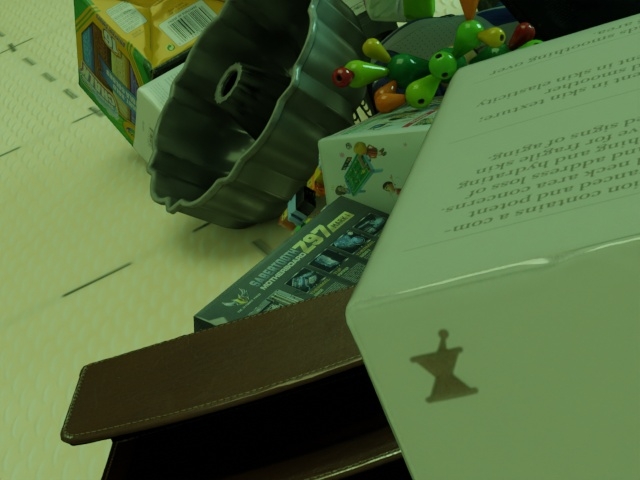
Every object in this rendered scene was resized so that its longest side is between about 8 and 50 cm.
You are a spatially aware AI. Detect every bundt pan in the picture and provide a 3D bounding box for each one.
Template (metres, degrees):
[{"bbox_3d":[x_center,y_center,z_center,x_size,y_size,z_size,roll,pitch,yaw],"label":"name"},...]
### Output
[{"bbox_3d":[-0.061,-0.156,2.140,0.331,0.124,0.331,-40,34,35],"label":"bundt pan"}]

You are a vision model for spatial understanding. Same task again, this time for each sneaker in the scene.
[{"bbox_3d":[0.212,-0.216,2.169,0.315,0.127,0.182,-25,19,-14],"label":"sneaker"}]

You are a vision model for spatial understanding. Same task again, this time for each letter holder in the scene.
[{"bbox_3d":[-0.041,0.170,1.439,0.302,0.152,0.214,-17,23,12],"label":"letter holder"}]

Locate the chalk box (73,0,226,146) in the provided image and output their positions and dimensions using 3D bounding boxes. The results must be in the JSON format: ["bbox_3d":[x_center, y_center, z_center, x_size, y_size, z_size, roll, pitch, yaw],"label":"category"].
[{"bbox_3d":[-0.211,-0.240,2.484,0.180,0.289,0.179,-33,68,-23],"label":"chalk box"}]

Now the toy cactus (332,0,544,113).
[{"bbox_3d":[0.131,-0.191,1.927,0.219,0.112,0.180,-16,-1,14],"label":"toy cactus"}]

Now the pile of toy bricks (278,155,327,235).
[{"bbox_3d":[0.000,0.000,1.909,0.105,0.118,0.212,-50,20,26],"label":"pile of toy bricks"}]

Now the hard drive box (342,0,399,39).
[{"bbox_3d":[-0.024,-0.265,2.574,0.181,0.089,0.232,-32,24,-27],"label":"hard drive box"}]

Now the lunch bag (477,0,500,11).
[{"bbox_3d":[0.323,-0.439,2.454,0.287,0.235,0.169,-26,16,-11],"label":"lunch bag"}]

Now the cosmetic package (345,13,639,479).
[{"bbox_3d":[0.253,0.056,1.179,0.329,0.327,0.393,-14,21,21],"label":"cosmetic package"}]

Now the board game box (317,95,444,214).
[{"bbox_3d":[0.181,-0.093,1.845,0.303,0.097,0.224,-4,12,24],"label":"board game box"}]

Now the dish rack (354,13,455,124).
[{"bbox_3d":[0.051,-0.192,2.316,0.271,0.074,0.208,-38,15,-28],"label":"dish rack"}]

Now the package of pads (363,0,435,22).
[{"bbox_3d":[0.088,-0.454,2.411,0.101,0.296,0.229,-5,21,1],"label":"package of pads"}]

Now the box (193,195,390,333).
[{"bbox_3d":[0.025,0.062,1.679,0.183,0.059,0.233,22,42,28],"label":"box"}]

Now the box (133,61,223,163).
[{"bbox_3d":[-0.145,-0.166,2.359,0.170,0.130,0.091,-33,67,-27],"label":"box"}]

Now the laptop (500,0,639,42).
[{"bbox_3d":[0.289,-0.295,2.129,0.382,0.408,0.236,-36,-7,-33],"label":"laptop"}]
